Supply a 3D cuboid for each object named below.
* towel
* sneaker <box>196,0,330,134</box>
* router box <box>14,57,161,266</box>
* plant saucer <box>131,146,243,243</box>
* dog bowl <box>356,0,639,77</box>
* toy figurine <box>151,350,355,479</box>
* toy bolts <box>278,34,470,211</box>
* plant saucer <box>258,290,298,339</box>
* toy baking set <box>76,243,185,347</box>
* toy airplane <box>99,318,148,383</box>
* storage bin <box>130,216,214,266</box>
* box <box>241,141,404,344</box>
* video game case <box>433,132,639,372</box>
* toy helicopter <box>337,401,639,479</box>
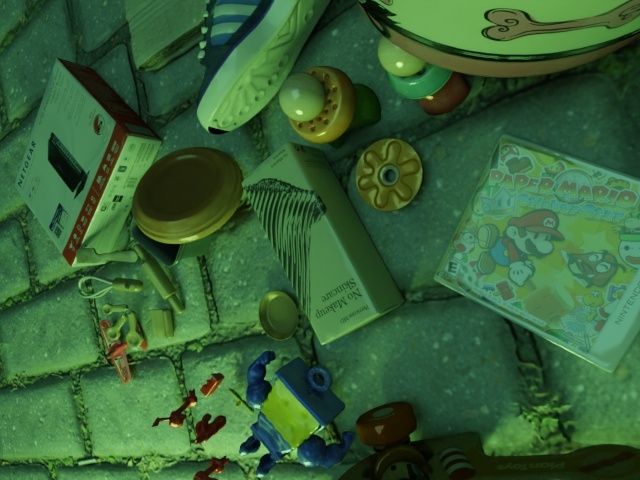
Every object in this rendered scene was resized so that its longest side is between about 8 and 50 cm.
[{"bbox_3d":[-0.259,-0.453,0.815,0.282,0.049,0.187,-15,83,31],"label":"towel"},{"bbox_3d":[-0.145,-0.358,0.685,0.236,0.130,0.323,43,108,12],"label":"sneaker"},{"bbox_3d":[-0.522,-0.165,0.968,0.301,0.082,0.336,43,113,22],"label":"router box"},{"bbox_3d":[-0.231,-0.088,0.756,0.199,0.037,0.200,-5,59,8],"label":"plant saucer"},{"bbox_3d":[0.187,-0.334,0.406,0.407,0.150,0.409,-3,72,8],"label":"dog bowl"},{"bbox_3d":[-0.040,0.289,0.647,0.362,0.191,0.217,42,107,21],"label":"toy figurine"},{"bbox_3d":[0.076,-0.163,0.560,0.228,0.158,0.219,-33,76,28],"label":"toy bolts"},{"bbox_3d":[-0.068,0.125,0.747,0.083,0.015,0.084,1,93,31],"label":"plant saucer"},{"bbox_3d":[-0.392,0.102,0.891,0.196,0.030,0.256,-30,90,13],"label":"toy baking set"},{"bbox_3d":[-0.428,0.227,0.963,0.151,0.028,0.151,3,96,30],"label":"toy airplane"},{"bbox_3d":[-0.265,-0.024,0.815,0.135,0.091,0.098,31,108,25],"label":"storage bin"},{"bbox_3d":[0.000,0.000,0.653,0.113,0.094,0.275,-36,74,28],"label":"box"},{"bbox_3d":[0.278,0.008,0.525,0.226,0.026,0.207,29,107,27],"label":"video game case"},{"bbox_3d":[0.163,0.272,0.486,0.354,0.234,0.140,-21,81,30],"label":"toy helicopter"}]
